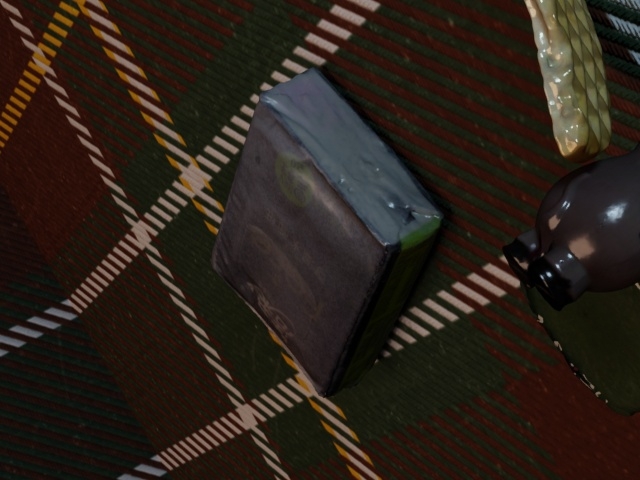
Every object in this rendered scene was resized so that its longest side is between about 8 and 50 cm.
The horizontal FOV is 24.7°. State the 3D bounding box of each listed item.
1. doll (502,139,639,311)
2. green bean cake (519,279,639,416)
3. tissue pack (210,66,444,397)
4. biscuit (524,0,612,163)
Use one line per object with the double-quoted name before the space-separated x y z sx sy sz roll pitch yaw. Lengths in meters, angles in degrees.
"doll" 0.300 -0.031 1.354 0.117 0.257 0.182 65 171 -28
"green bean cake" 0.317 0.054 1.524 0.222 0.125 0.227 52 152 13
"tissue pack" 0.000 0.000 1.981 0.288 0.124 0.394 51 149 20
"biscuit" 0.222 -0.218 1.385 0.040 0.204 0.309 -20 80 22
